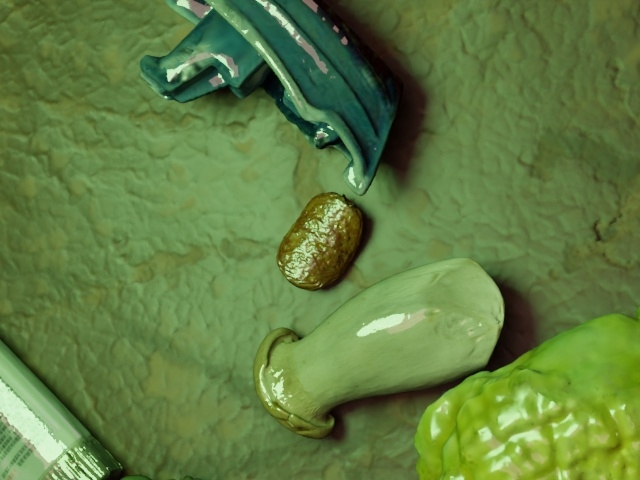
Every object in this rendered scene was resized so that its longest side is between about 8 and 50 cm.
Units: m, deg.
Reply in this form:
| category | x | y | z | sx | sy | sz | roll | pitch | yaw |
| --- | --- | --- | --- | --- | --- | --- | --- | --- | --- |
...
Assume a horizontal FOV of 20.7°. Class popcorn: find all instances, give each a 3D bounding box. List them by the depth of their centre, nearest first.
| category | x | y | z | sx | sy | sz | roll | pitch | yaw |
| --- | --- | --- | --- | --- | --- | --- | --- | --- | --- |
| popcorn | 0.223 | 0.169 | 1.288 | 0.286 | 0.174 | 0.225 | -26 | 95 | 2 |

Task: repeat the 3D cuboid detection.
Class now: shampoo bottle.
| category | x | y | z | sx | sy | sz | roll | pitch | yaw |
| --- | --- | --- | --- | --- | --- | --- | --- | --- | --- |
| shampoo bottle | -0.271 | 0.144 | 1.474 | 0.227 | 0.056 | 0.086 | 43 | 103 | 14 |

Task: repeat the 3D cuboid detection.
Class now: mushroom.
| category | x | y | z | sx | sy | sz | roll | pitch | yaw |
| --- | --- | --- | --- | --- | --- | --- | --- | --- | --- |
| mushroom | 0.048 | 0.083 | 1.378 | 0.212 | 0.088 | 0.097 | -29 | 112 | 17 |

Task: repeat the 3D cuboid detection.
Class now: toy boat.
| category | x | y | z | sx | sy | sz | roll | pitch | yaw |
| --- | --- | --- | --- | --- | --- | --- | --- | --- | --- |
| toy boat | -0.064 | -0.151 | 1.400 | 0.142 | 0.129 | 0.309 | -45 | 78 | -3 |

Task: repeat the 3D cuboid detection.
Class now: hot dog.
| category | x | y | z | sx | sy | sz | roll | pitch | yaw |
| --- | --- | --- | --- | --- | --- | --- | --- | --- | --- |
| hot dog | 0.000 | 0.000 | 1.421 | 0.058 | 0.035 | 0.083 | 35 | 96 | 15 |

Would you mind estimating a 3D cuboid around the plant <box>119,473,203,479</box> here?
| category | x | y | z | sx | sy | sz | roll | pitch | yaw |
| --- | --- | --- | --- | --- | --- | --- | --- | --- | --- |
| plant | -0.088 | 0.240 | 1.413 | 0.174 | 0.085 | 0.087 | 31 | 71 | 20 |
